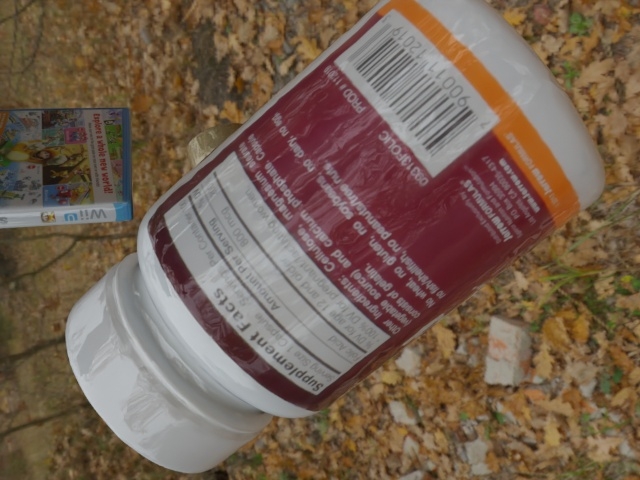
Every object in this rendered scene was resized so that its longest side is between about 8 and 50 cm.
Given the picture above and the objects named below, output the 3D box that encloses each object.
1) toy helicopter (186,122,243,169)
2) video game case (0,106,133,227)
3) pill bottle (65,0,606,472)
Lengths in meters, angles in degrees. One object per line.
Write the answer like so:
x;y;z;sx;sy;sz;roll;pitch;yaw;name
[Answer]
-0.011;-0.106;0.803;0.235;0.355;0.140;-34;68;49;toy helicopter
-0.196;-0.045;0.366;0.119;0.166;0.015;-112;22;-50;video game case
0.000;0.000;0.514;0.392;0.224;0.224;-39;57;11;pill bottle
